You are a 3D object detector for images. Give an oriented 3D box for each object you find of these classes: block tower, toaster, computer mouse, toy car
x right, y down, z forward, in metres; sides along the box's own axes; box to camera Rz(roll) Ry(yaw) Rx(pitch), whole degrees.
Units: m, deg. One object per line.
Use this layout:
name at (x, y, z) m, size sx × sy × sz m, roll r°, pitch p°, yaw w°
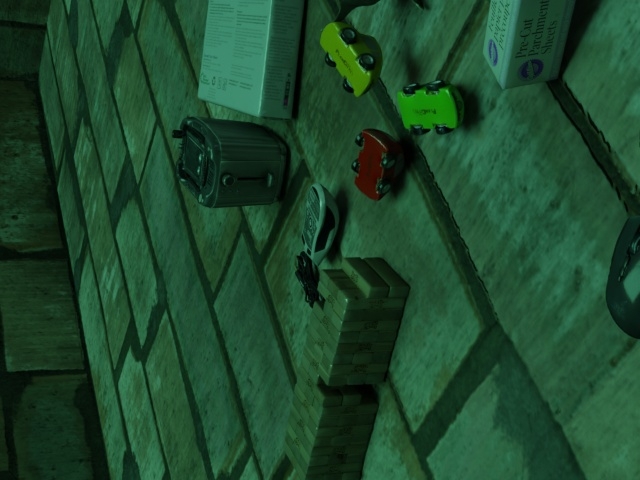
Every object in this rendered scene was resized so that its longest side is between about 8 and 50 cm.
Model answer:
block tower at (0.028, 0.190, 1.398) m, size 0.097 × 0.091 × 0.335 m, roll -131°, pitch 47°, yaw -55°
toaster at (-0.154, -0.136, 1.714) m, size 0.227 × 0.146 × 0.129 m, roll 41°, pitch 126°, yaw 57°
computer mouse at (0.000, 0.000, 1.517) m, size 0.106 × 0.042 × 0.193 m, roll -113°, pitch 28°, yaw -48°
toy car at (0.104, -0.164, 1.249) m, size 0.225 × 0.053 × 0.239 m, roll 8°, pitch 118°, yaw 53°
computer mouse at (0.292, -0.030, 0.894) m, size 0.071 × 0.041 × 0.242 m, roll -158°, pitch 71°, yaw -64°

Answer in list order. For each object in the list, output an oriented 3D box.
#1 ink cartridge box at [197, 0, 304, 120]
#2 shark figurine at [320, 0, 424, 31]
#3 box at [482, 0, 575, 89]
ink cartridge box at (-0.118, -0.386, 1.732) m, size 0.324 × 0.071 × 0.330 m, roll -150°, pitch 66°, yaw -62°
shark figurine at (0.013, -0.318, 1.261) m, size 0.116 × 0.278 × 0.166 m, roll -49°, pitch 64°, yaw 27°
box at (0.207, -0.285, 0.928) m, size 0.324 × 0.067 × 0.063 m, roll 91°, pitch 164°, yaw -49°
